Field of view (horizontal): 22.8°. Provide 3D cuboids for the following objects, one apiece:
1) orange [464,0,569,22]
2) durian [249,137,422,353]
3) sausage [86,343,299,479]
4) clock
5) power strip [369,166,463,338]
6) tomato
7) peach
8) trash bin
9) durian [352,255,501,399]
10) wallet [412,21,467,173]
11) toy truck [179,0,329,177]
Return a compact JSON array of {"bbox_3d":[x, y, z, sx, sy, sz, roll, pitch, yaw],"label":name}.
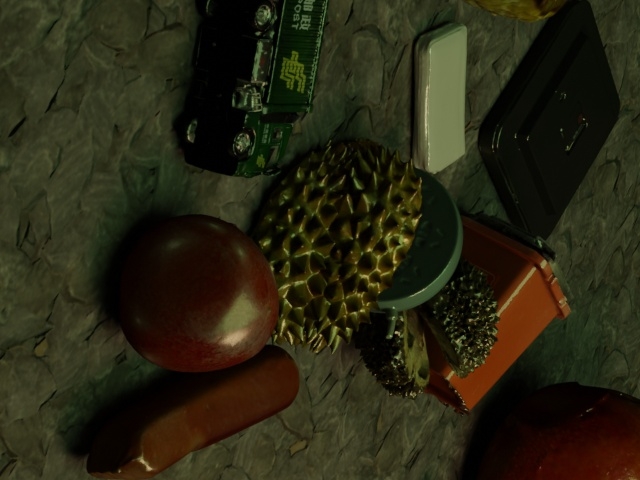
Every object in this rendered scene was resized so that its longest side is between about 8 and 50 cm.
[{"bbox_3d":[0.177,-0.412,1.728,0.271,0.210,0.368,-68,157,-49],"label":"orange"},{"bbox_3d":[0.001,0.000,1.798,0.186,0.154,0.260,11,90,-32],"label":"durian"},{"bbox_3d":[-0.135,0.183,1.709,0.300,0.089,0.083,-22,111,-48],"label":"sausage"},{"bbox_3d":[0.337,-0.163,2.240,0.279,0.049,0.273,-57,144,-19],"label":"clock"},{"bbox_3d":[0.096,0.015,1.892,0.044,0.137,0.216,71,38,-67],"label":"power strip"},{"bbox_3d":[-0.121,0.063,1.613,0.167,0.167,0.167,-30,130,-44],"label":"tomato"},{"bbox_3d":[0.388,0.386,2.383,0.290,0.373,0.372,-73,171,-72],"label":"peach"},{"bbox_3d":[0.213,0.105,2.118,0.238,0.161,0.184,-52,143,-13],"label":"trash bin"},{"bbox_3d":[0.128,0.098,1.975,0.196,0.196,0.167,-39,134,-38],"label":"durian"},{"bbox_3d":[0.150,-0.175,1.980,0.095,0.033,0.190,-27,128,-44],"label":"wallet"},{"bbox_3d":[-0.065,-0.196,1.614,0.121,0.088,0.259,-7,111,-54],"label":"toy truck"}]
